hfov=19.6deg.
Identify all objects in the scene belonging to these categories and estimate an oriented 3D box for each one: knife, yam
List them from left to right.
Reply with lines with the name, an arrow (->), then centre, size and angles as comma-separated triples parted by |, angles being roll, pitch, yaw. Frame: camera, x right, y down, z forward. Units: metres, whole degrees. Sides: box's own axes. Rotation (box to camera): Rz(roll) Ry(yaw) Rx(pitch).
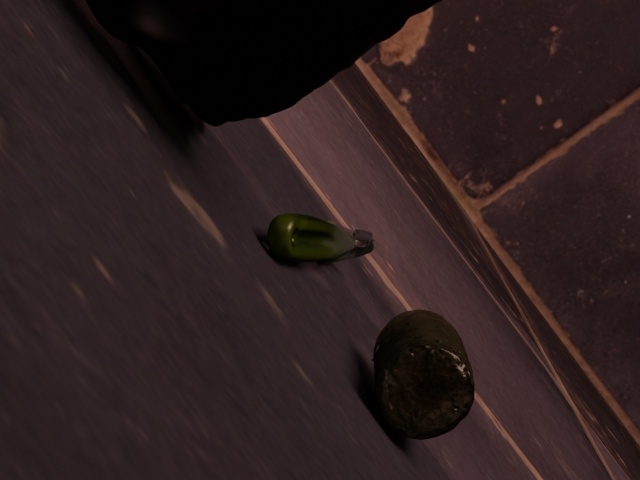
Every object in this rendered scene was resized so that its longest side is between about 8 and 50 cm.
knife -> 0.000, 0.000, 0.847 | 0.184, 0.026, 0.022 | 9, 75, -79
yam -> 0.042, 0.055, 0.773 | 0.043, 0.043, 0.094 | 53, 5, -8

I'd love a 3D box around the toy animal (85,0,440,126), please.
toy animal -> -0.040, -0.195, 0.750 | 0.266, 0.212, 0.212 | 56, 5, -18
